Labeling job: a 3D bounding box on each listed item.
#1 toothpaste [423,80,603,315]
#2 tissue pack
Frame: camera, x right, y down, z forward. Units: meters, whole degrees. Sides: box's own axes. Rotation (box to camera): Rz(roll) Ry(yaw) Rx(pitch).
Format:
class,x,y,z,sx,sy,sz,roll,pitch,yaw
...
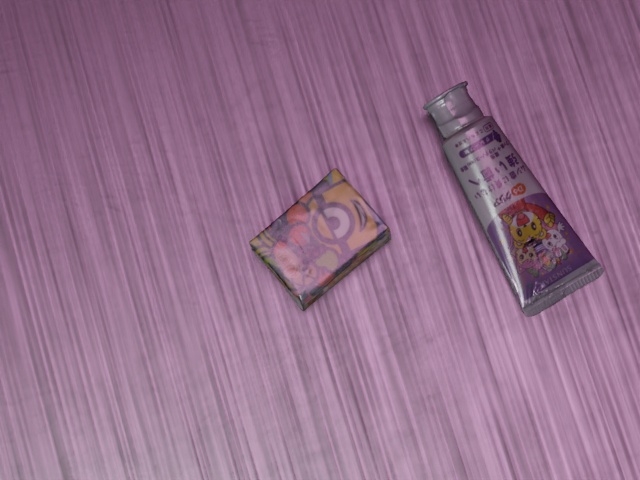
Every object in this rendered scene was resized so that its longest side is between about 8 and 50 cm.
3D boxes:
class,x,y,z,sx,sy,sz,roll,pitch,yaw
toothpaste,0.233,-0.057,1.777,0.114,0.073,0.299,-31,87,-4
tissue pack,0.000,0.000,1.770,0.148,0.060,0.108,-40,80,-5
